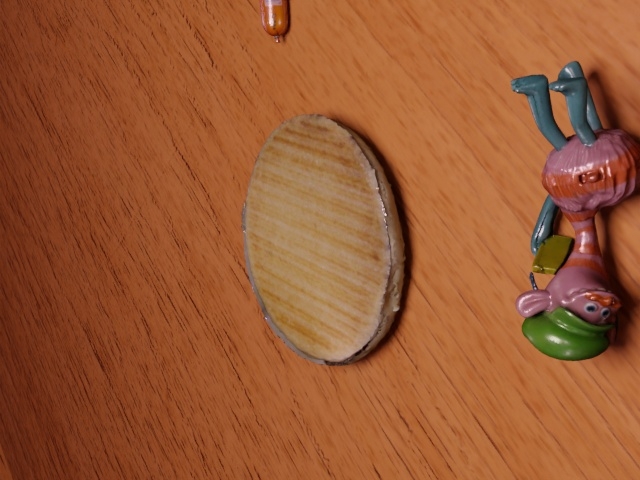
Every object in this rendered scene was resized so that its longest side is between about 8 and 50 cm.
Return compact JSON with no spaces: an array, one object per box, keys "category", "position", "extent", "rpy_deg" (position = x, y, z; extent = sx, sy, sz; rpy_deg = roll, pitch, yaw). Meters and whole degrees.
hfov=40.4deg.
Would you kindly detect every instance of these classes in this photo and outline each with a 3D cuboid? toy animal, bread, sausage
[{"category":"toy animal","position":[0.179,-0.022,0.631],"extent":[0.103,0.100,0.208],"rpy_deg":[-142,43,-70]},{"category":"bread","position":[0.000,0.000,0.904],"extent":[0.267,0.041,0.266],"rpy_deg":[15,109,52]},{"category":"sausage","position":[-0.051,-0.265,0.928],"extent":[0.031,0.031,0.107],"rpy_deg":[6,101,52]}]
